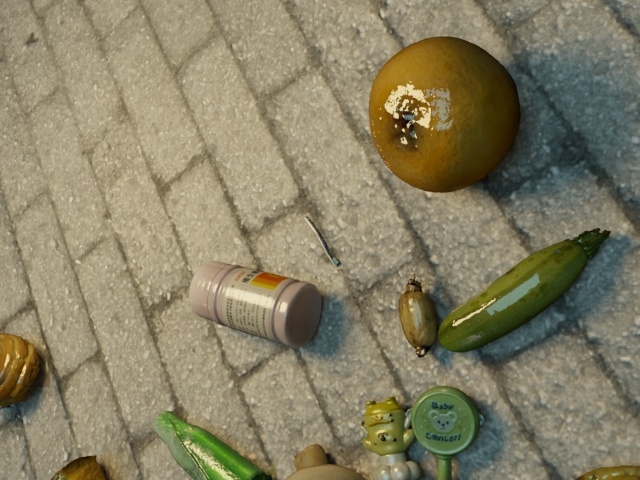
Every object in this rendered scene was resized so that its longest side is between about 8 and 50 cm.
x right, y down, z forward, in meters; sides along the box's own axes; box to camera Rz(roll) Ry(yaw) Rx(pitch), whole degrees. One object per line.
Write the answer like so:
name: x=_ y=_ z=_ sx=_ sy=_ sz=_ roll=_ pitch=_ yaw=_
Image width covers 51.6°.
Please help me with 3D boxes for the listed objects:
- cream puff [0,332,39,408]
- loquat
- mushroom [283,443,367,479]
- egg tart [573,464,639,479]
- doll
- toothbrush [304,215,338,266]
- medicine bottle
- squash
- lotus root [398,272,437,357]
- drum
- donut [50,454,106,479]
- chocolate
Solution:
cream puff: x=-0.787 y=0.334 z=1.676 sx=0.189 sy=0.129 sz=0.189 roll=-15 pitch=63 yaw=32
loquat: x=0.205 y=-0.214 z=1.133 sx=0.263 sy=0.263 sz=0.263 roll=-5 pitch=79 yaw=29
mushroom: x=-0.002 y=0.471 z=1.194 sx=0.207 sy=0.207 sz=0.215 roll=-45 pitch=31 yaw=16
egg tart: x=0.459 y=0.489 z=0.932 sx=0.351 sy=0.153 sz=0.340 roll=8 pitch=82 yaw=25
doll: x=0.125 y=0.367 z=1.190 sx=0.106 sy=0.062 sz=0.163 roll=-19 pitch=73 yaw=23
toothbrush: x=0.000 y=0.000 z=1.352 sx=0.013 sy=0.011 sz=0.131 roll=-48 pitch=62 yaw=29
medicine bottle: x=-0.133 y=0.125 z=1.338 sx=0.249 sy=0.133 sz=0.133 roll=11 pitch=87 yaw=32
squash: x=0.335 y=0.087 z=1.103 sx=0.341 sy=0.094 sz=0.095 roll=-38 pitch=66 yaw=19
lotus root: x=0.177 y=0.135 z=1.199 sx=0.072 sy=0.063 sz=0.152 roll=155 pitch=110 yaw=-68
drum: x=0.232 y=0.375 z=1.134 sx=0.130 sy=0.049 sz=0.253 roll=-16 pitch=85 yaw=15
donut: x=-0.564 y=0.591 z=1.510 sx=0.112 sy=0.151 sz=0.295 roll=51 pitch=121 yaw=12
chocolate: x=-0.241 y=0.447 z=1.368 sx=0.291 sy=0.110 sz=0.110 roll=26 pitch=95 yaw=33
